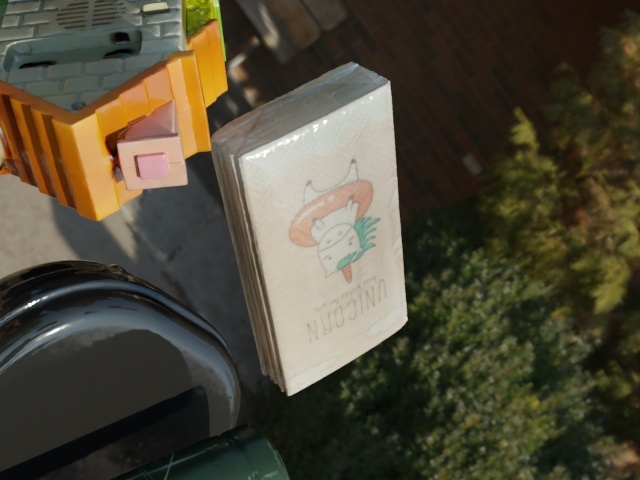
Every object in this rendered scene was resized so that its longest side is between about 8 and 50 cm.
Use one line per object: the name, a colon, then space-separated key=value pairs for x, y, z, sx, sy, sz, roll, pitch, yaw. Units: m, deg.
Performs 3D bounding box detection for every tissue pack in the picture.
tissue pack: x=0.000 y=0.000 z=0.989 sx=0.071 sy=0.170 sz=0.325 roll=40 pitch=-30 yaw=40

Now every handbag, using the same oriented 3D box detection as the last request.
handbag: x=-0.208 y=0.146 z=0.873 sx=0.093 sy=0.254 sz=0.308 roll=42 pitch=0 yaw=42

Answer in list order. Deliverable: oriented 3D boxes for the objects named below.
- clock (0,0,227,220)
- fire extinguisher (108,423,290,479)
clock: x=-0.189 y=-0.121 z=0.820 sx=0.255 sy=0.220 sz=0.106 roll=-99 pitch=-178 yaw=-49
fire extinguisher: x=-0.177 y=0.248 z=0.789 sx=0.311 sy=0.114 sz=0.095 roll=-18 pitch=56 yaw=-27
